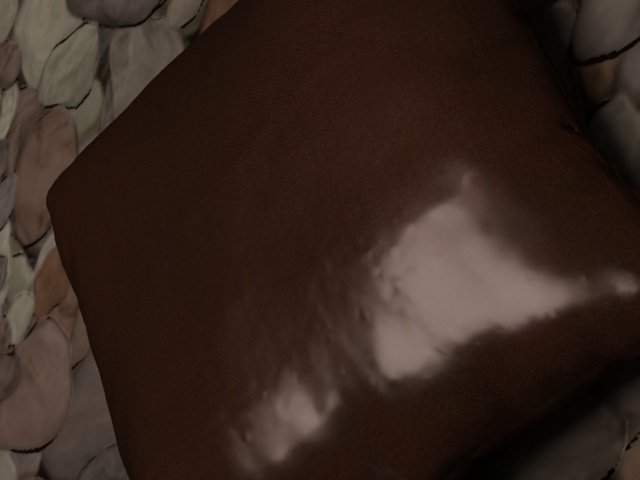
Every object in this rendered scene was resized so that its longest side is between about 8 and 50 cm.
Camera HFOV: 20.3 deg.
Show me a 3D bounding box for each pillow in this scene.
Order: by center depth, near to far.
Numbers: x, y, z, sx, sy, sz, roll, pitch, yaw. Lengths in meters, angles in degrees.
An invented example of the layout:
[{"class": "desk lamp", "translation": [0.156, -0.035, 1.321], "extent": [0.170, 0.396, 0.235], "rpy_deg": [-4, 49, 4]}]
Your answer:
[{"class": "pillow", "translation": [0.000, 0.000, 0.799], "extent": [0.305, 0.108, 0.308], "rpy_deg": [-42, 48, 26]}]
